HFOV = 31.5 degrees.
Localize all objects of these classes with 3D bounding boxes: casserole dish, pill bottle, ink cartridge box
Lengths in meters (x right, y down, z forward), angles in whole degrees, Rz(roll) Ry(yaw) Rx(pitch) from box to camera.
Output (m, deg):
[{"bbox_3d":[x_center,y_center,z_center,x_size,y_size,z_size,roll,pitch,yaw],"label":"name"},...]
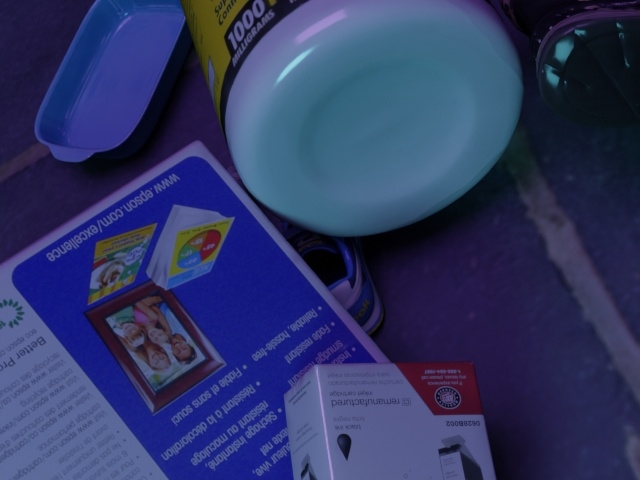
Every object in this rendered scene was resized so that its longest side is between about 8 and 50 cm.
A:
[{"bbox_3d":[-0.168,-0.140,0.961,0.114,0.037,0.188,8,67,31],"label":"casserole dish"},{"bbox_3d":[-0.004,-0.177,0.790,0.188,0.188,0.334,-31,47,10],"label":"pill bottle"},{"bbox_3d":[0.041,0.137,0.604,0.099,0.056,0.135,1,64,-21],"label":"ink cartridge box"},{"bbox_3d":[-0.090,0.137,0.628,0.304,0.072,0.307,-36,83,-30],"label":"ink cartridge box"}]

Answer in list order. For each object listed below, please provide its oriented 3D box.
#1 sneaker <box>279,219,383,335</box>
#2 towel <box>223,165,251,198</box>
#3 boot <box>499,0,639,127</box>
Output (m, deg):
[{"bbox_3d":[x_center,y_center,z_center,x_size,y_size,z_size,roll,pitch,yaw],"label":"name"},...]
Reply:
[{"bbox_3d":[0.000,0.000,0.778,0.053,0.059,0.144,-32,52,11],"label":"sneaker"},{"bbox_3d":[-0.151,0.139,0.795,0.324,0.056,0.312,-28,57,9],"label":"towel"},{"bbox_3d":[0.232,-0.130,0.703,0.237,0.085,0.178,2,28,-6],"label":"boot"}]
